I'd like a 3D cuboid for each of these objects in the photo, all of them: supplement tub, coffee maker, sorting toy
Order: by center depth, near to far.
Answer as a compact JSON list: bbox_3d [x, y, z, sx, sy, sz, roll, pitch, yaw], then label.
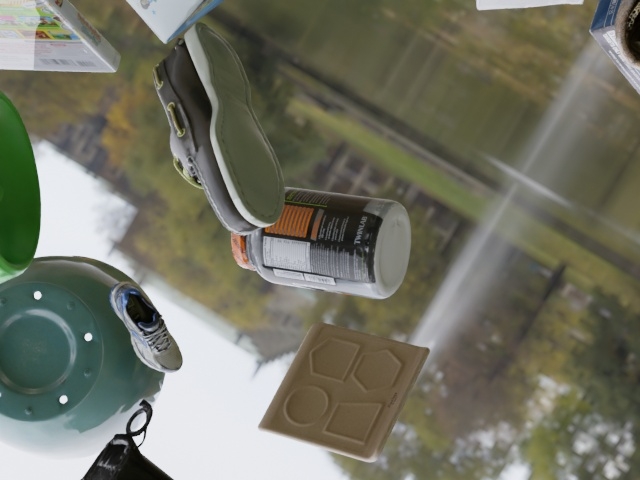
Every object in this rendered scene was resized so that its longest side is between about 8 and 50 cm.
[{"bbox_3d":[0.000,0.000,1.731,0.190,0.117,0.117,9,174,25],"label":"supplement tub"},{"bbox_3d":[-0.184,0.315,1.749,0.178,0.171,0.120,38,-177,-22],"label":"coffee maker"},{"bbox_3d":[0.035,0.216,2.120,0.208,0.193,0.038,10,146,32],"label":"sorting toy"}]

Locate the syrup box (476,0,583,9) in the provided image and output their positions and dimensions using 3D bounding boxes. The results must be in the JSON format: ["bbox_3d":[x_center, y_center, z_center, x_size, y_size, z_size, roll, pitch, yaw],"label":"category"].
[{"bbox_3d":[0.173,-0.292,1.176,0.093,0.096,0.237,-3,151,-1],"label":"syrup box"}]

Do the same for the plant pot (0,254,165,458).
[{"bbox_3d":[-0.366,0.155,2.005,0.293,0.293,0.235,31,176,3],"label":"plant pot"}]

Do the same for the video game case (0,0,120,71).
[{"bbox_3d":[-0.358,-0.237,1.591,0.227,0.026,0.206,5,162,21],"label":"video game case"}]

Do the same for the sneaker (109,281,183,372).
[{"bbox_3d":[-0.217,0.113,1.876,0.135,0.052,0.058,55,161,-12],"label":"sneaker"}]

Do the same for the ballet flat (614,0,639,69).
[{"bbox_3d":[0.375,-0.284,1.384,0.107,0.316,0.106,30,-149,8],"label":"ballet flat"}]

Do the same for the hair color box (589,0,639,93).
[{"bbox_3d":[0.544,-0.290,1.924,0.347,0.105,0.174,-10,138,45],"label":"hair color box"}]

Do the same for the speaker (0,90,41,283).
[{"bbox_3d":[-0.319,-0.014,0.854,0.296,0.131,0.131,-7,178,9],"label":"speaker"}]

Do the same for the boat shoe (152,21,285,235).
[{"bbox_3d":[-0.090,-0.085,1.260,0.081,0.068,0.228,32,-150,-43],"label":"boat shoe"}]

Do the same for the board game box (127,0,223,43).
[{"bbox_3d":[-0.034,-0.330,1.301,0.097,0.224,0.303,48,138,-5],"label":"board game box"}]
